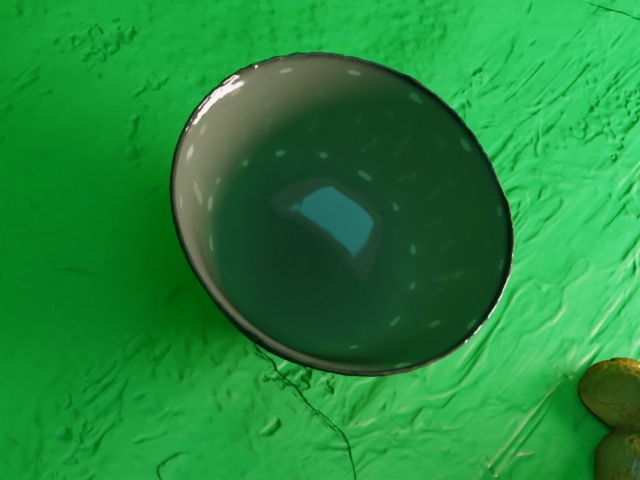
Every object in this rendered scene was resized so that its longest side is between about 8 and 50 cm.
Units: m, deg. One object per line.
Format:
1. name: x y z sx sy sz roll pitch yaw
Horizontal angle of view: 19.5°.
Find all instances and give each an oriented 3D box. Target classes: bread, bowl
1. bread: 0.332 0.202 1.879 0.149 0.065 0.188 -38 86 -26
2. bowl: 0.000 0.000 1.790 0.337 0.157 0.337 9 62 -17
